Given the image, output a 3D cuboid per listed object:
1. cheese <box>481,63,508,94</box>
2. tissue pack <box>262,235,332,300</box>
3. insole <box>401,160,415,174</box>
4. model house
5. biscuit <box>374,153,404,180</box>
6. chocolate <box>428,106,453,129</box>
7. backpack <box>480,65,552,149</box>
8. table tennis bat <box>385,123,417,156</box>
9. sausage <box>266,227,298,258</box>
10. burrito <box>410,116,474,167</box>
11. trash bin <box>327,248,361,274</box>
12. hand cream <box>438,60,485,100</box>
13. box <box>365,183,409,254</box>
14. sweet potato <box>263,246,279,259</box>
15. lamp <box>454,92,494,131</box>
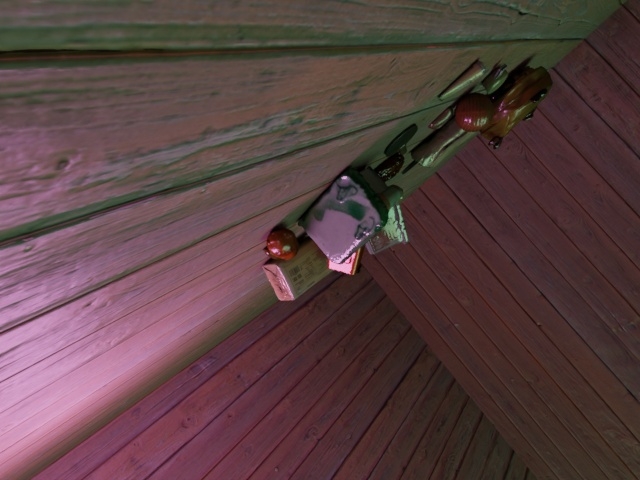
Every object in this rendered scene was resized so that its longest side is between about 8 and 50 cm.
[{"bbox_3d":[0.607,-0.562,1.409,0.092,0.047,0.171,-45,172,25],"label":"cheese"},{"bbox_3d":[-0.082,0.104,1.547,0.234,0.159,0.125,-35,-164,-34],"label":"tissue pack"},{"bbox_3d":[0.510,-0.425,1.941,0.309,0.012,0.110,-44,171,32],"label":"insole"},{"bbox_3d":[0.138,-0.113,1.290,0.267,0.194,0.325,-45,174,40],"label":"model house"},{"bbox_3d":[0.234,-0.245,1.497,0.192,0.049,0.192,-38,169,-9],"label":"biscuit"},{"bbox_3d":[0.430,-0.426,1.430,0.100,0.031,0.064,-41,169,27],"label":"chocolate"},{"bbox_3d":[0.870,-0.614,1.838,0.353,0.201,0.378,-44,176,2],"label":"backpack"},{"bbox_3d":[0.267,-0.317,1.331,0.131,0.022,0.234,-41,171,10],"label":"table tennis bat"},{"bbox_3d":[-0.107,0.011,1.195,0.089,0.089,0.179,-39,171,2],"label":"sausage"},{"bbox_3d":[0.506,-0.408,1.659,0.299,0.105,0.143,-39,164,9],"label":"burrito"},{"bbox_3d":[0.108,-0.010,1.509,0.184,0.161,0.239,-53,153,-58],"label":"trash bin"},{"bbox_3d":[0.396,-0.442,1.134,0.143,0.039,0.061,-37,177,27],"label":"hand cream"},{"bbox_3d":[0.237,-0.082,1.692,0.182,0.175,0.312,-29,140,2],"label":"box"},{"bbox_3d":[-0.134,0.035,1.347,0.054,0.053,0.182,-45,172,6],"label":"sweet potato"},{"bbox_3d":[0.537,-0.449,1.419,0.136,0.136,0.136,-38,173,-5],"label":"lamp"}]
